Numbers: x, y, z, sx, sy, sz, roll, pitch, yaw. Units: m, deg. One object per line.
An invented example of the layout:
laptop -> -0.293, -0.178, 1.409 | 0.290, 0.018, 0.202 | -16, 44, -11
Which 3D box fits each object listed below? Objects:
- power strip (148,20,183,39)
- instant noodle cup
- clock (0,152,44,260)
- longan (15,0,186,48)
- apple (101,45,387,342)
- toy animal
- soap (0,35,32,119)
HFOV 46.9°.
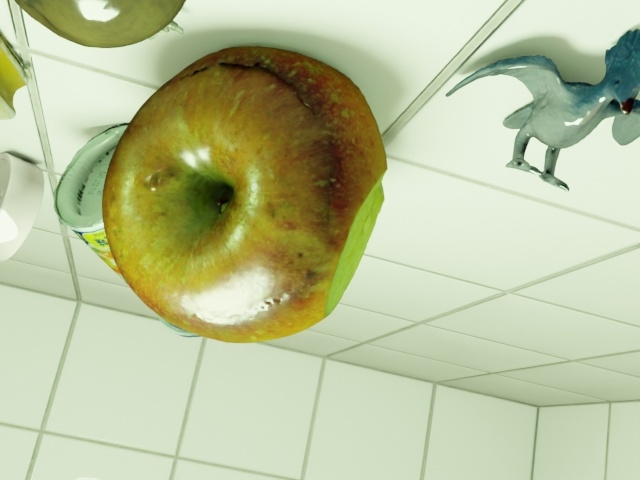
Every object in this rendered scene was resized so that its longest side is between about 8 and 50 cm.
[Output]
power strip -> -0.226, -0.265, 0.774 | 0.191, 0.047, 0.030 | 24, 163, -34
instant noodle cup -> -0.260, -0.027, 1.226 | 0.284, 0.284, 0.312 | 0, 150, 31
clock -> -0.601, -0.063, 1.389 | 0.197, 0.196, 0.068 | -7, 156, 44
longan -> -0.192, -0.247, 0.626 | 0.187, 0.167, 0.167 | 1, 160, 31
apple -> -0.079, -0.054, 0.961 | 0.384, 0.374, 0.374 | -39, 143, 15
toy animal -> 0.275, -0.144, 0.805 | 0.239, 0.176, 0.255 | 20, -165, -16
soap -> -0.492, -0.255, 0.904 | 0.174, 0.089, 0.274 | 11, 162, 4
